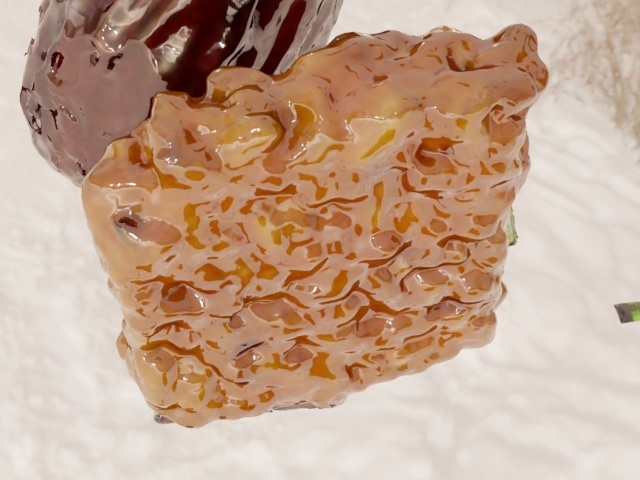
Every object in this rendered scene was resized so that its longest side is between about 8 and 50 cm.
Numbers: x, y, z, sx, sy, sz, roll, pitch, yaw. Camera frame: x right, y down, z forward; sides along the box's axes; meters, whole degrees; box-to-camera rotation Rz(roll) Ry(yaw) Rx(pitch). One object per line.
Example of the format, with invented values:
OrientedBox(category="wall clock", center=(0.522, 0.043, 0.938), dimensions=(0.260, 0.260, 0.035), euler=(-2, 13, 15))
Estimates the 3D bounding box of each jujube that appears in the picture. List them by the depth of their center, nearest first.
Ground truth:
OrientedBox(category="jujube", center=(-0.101, -0.204, 0.817), dimensions=(0.258, 0.377, 0.258), euler=(22, 21, -9))

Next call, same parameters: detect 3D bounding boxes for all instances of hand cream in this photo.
OrientedBox(category="hand cream", center=(0.415, 0.080, 1.180), dimensions=(0.121, 0.023, 0.036), euler=(-7, 35, 4))

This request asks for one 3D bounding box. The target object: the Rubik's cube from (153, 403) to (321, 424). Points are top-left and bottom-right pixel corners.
OrientedBox(category="Rubik's cube", center=(-0.092, 0.060, 1.015), dimensions=(0.211, 0.190, 0.178), euler=(7, 20, -43))

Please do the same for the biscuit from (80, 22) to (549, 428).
OrientedBox(category="biscuit", center=(0.000, 0.000, 0.701), dimensions=(0.318, 0.312, 0.111), euler=(-11, 49, -8))

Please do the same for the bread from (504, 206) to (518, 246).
OrientedBox(category="bread", center=(0.208, -0.020, 1.585), dimensions=(0.232, 0.128, 0.088), euler=(-18, 39, -15))
